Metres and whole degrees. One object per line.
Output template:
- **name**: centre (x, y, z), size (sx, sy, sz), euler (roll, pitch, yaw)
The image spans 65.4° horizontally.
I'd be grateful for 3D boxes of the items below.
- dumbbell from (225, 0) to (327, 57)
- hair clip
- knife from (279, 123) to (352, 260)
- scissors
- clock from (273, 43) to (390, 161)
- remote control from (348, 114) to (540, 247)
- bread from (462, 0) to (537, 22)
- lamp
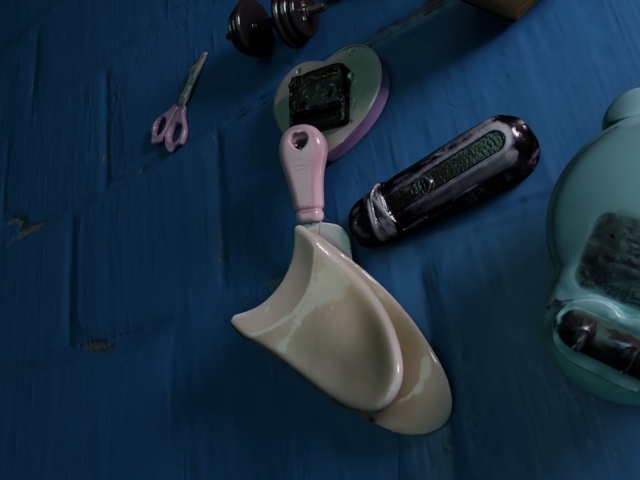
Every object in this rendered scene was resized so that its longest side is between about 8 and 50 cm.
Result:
- **dumbbell**: centre (-0.079, -0.364, 0.835), size (0.208, 0.099, 0.099), euler (0, 78, 34)
- **hair clip**: centre (0.036, 0.127, 0.635), size (0.282, 0.113, 0.172), euler (38, 95, 38)
- **knife**: centre (0.003, -0.001, 0.712), size (0.081, 0.043, 0.336), euler (-11, 87, 15)
- **scissors**: centre (-0.275, -0.280, 0.994), size (0.110, 0.021, 0.212), euler (27, 95, 33)
- **clock**: centre (0.005, -0.208, 0.761), size (0.198, 0.064, 0.172), euler (-7, 74, 34)
- **remote control**: centre (0.140, -0.070, 0.633), size (0.266, 0.066, 0.090), euler (-28, 60, 25)
- **bread**: centre (0.217, -0.374, 0.561), size (0.142, 0.224, 0.212), euler (55, 132, 31)
- **lamp**: centre (0.307, 0.011, 0.450), size (0.209, 0.147, 0.284), euler (26, 85, 37)
